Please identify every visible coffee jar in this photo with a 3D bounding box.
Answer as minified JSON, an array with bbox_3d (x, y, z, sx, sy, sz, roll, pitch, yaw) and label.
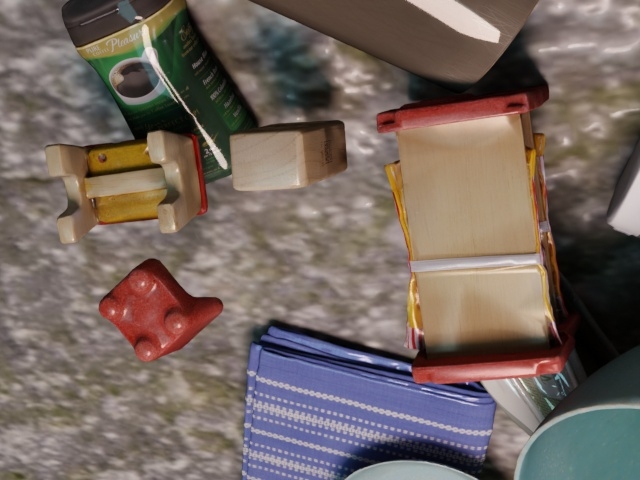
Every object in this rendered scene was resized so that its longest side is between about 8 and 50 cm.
[{"bbox_3d":[-0.131,-0.135,0.952,0.096,0.079,0.184,-16,117,25],"label":"coffee jar"}]

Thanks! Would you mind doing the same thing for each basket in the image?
[{"bbox_3d":[0.037,-0.214,0.798,0.227,0.154,0.204,33,113,-9],"label":"basket"}]

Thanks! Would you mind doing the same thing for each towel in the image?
[{"bbox_3d":[0.037,0.242,1.184,0.243,0.040,0.336,13,128,8],"label":"towel"}]

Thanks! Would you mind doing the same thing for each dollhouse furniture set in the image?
[{"bbox_3d":[0.000,0.000,0.891,0.374,0.152,0.201,-5,98,16],"label":"dollhouse furniture set"}]

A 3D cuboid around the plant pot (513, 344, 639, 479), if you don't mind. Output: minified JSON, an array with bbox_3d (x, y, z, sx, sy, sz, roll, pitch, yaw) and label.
[{"bbox_3d":[0.316,0.169,0.845,0.290,0.195,0.290,24,138,24],"label":"plant pot"}]

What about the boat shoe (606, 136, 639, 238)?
[{"bbox_3d":[0.301,-0.107,0.801,0.102,0.108,0.301,21,130,5],"label":"boat shoe"}]

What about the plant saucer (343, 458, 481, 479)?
[{"bbox_3d":[0.106,0.275,1.138,0.195,0.037,0.195,9,127,11],"label":"plant saucer"}]

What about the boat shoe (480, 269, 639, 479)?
[{"bbox_3d":[0.255,0.157,0.993,0.320,0.118,0.103,49,129,-7],"label":"boat shoe"}]
